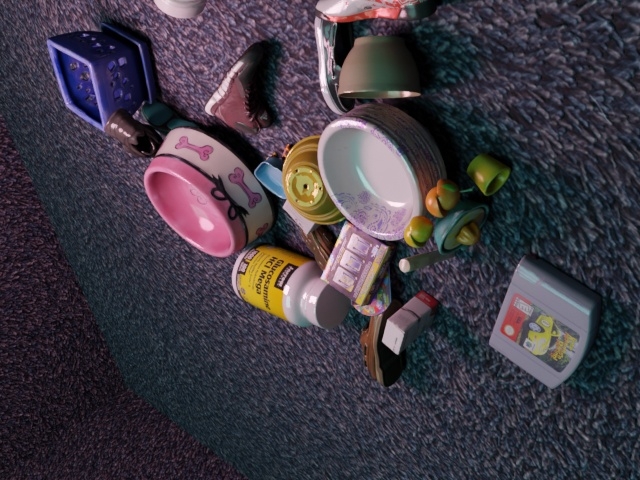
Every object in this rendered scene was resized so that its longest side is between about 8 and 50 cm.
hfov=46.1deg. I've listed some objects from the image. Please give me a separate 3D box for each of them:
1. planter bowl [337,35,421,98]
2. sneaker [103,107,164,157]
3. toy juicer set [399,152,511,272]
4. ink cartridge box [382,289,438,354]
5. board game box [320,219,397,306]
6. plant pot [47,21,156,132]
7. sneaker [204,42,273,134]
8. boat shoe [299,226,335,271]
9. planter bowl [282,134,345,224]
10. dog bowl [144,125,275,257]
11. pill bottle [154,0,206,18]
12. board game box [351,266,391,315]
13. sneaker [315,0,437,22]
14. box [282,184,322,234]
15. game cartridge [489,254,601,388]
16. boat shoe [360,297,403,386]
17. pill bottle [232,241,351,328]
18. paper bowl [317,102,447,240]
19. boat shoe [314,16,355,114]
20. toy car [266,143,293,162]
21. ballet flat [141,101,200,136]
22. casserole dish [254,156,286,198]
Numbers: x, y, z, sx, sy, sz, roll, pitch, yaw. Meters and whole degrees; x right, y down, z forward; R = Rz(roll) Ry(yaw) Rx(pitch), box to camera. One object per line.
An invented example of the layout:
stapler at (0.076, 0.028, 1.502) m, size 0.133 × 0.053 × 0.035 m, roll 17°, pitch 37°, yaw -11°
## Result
planter bowl at (0.114, -0.335, 1.452) m, size 0.162 × 0.162 × 0.109 m, roll 6°, pitch 98°, yaw 50°
sneaker at (-0.520, -0.285, 2.202) m, size 0.130 × 0.109 × 0.286 m, roll 36°, pitch -177°, yaw 14°
toy juicer set at (0.256, -0.011, 1.506) m, size 0.089 × 0.209 × 0.329 m, roll 48°, pitch 148°, yaw 26°
ink cartridge box at (0.218, 0.199, 1.829) m, size 0.056 × 0.135 × 0.099 m, roll 38°, pitch 145°, yaw 24°
board game box at (0.094, 0.054, 1.858) m, size 0.141 × 0.048 × 0.170 m, roll 33°, pitch 109°, yaw 28°
plant pot at (-0.622, -0.488, 2.187) m, size 0.236 × 0.212 × 0.236 m, roll 33°, pitch 144°, yaw 32°
sneaker at (-0.165, -0.359, 1.851) m, size 0.162 × 0.106 × 0.281 m, roll 39°, pitch 147°, yaw -10°
boat shoe at (0.000, 0.000, 1.997) m, size 0.178 × 0.060 × 0.064 m, roll 61°, pitch 153°, yaw 13°
planter bowl at (-0.017, -0.134, 1.772) m, size 0.217 × 0.090 × 0.217 m, roll 8°, pitch 107°, yaw 26°
dog bowl at (-0.333, -0.122, 2.155) m, size 0.408 × 0.150 × 0.408 m, roll 30°, pitch 150°, yaw 19°
pill bottle at (-0.291, -0.640, 1.649) m, size 0.169 × 0.169 × 0.301 m, roll 47°, pitch 148°, yaw 11°
board game box at (0.116, 0.107, 1.893) m, size 0.133 × 0.033 × 0.168 m, roll -6°, pitch 86°, yaw 46°
sneaker at (0.089, -0.485, 1.383) m, size 0.270 × 0.090 × 0.145 m, roll 14°, pitch 131°, yaw 41°
box at (-0.023, -0.091, 1.909) m, size 0.101 × 0.087 × 0.102 m, roll 49°, pitch 149°, yaw 8°
game cartridge at (0.469, 0.181, 1.567) m, size 0.196 × 0.060 × 0.294 m, roll 32°, pitch 143°, yaw 24°
boat shoe at (0.151, 0.261, 2.001) m, size 0.104 × 0.111 × 0.307 m, roll 34°, pitch 139°, yaw 37°
pill bottle at (-0.079, 0.130, 2.101) m, size 0.334 × 0.188 × 0.188 m, roll 18°, pitch 134°, yaw 43°
paper bowl at (0.141, -0.154, 1.576) m, size 0.284 × 0.148 × 0.284 m, roll 34°, pitch 144°, yaw 29°
boat shoe at (0.048, -0.369, 1.567) m, size 0.076 × 0.080 × 0.228 m, roll 20°, pitch 128°, yaw 44°
toy car at (-0.097, -0.205, 1.941) m, size 0.122 × 0.040 × 0.060 m, roll -19°, pitch 105°, yaw 57°
ballet flat at (-0.442, -0.333, 2.232) m, size 0.247 × 0.083 × 0.087 m, roll 31°, pitch 151°, yaw 32°
casserole dish at (-0.110, -0.166, 1.956) m, size 0.114 × 0.037 × 0.188 m, roll 40°, pitch 163°, yaw -6°
